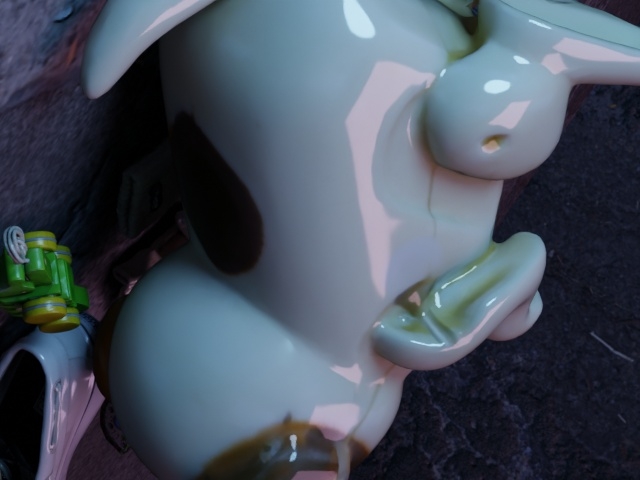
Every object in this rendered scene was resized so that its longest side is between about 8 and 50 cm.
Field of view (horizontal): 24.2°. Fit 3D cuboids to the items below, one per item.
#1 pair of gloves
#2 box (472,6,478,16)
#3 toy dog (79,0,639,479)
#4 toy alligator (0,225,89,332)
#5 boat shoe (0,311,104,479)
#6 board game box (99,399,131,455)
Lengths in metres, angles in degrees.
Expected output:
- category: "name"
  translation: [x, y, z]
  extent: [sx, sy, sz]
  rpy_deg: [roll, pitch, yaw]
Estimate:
- category: "pair of gloves"
  translation: [-0.090, -0.039, 1.193]
  extent: [0.204, 0.042, 0.240]
  rpy_deg: [-41, 158, -27]
- category: "box"
  translation: [0.162, -0.236, 1.439]
  extent: [0.216, 0.060, 0.270]
  rpy_deg: [-47, 174, -22]
- category: "toy dog"
  translation: [0.000, 0.000, 0.998]
  extent: [0.395, 0.284, 0.408]
  rpy_deg: [-10, 127, -51]
- category: "toy alligator"
  translation: [-0.196, 0.025, 0.974]
  extent: [0.051, 0.056, 0.190]
  rpy_deg: [-12, 166, 2]
- category: "boat shoe"
  translation: [-0.237, 0.175, 1.130]
  extent: [0.088, 0.096, 0.268]
  rpy_deg: [-21, 145, -60]
- category: "board game box"
  translation: [-0.137, 0.092, 1.338]
  extent: [0.194, 0.060, 0.194]
  rpy_deg: [-32, 156, -55]
